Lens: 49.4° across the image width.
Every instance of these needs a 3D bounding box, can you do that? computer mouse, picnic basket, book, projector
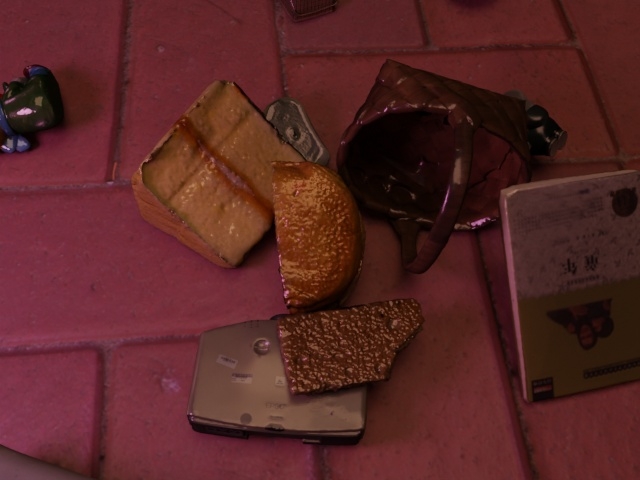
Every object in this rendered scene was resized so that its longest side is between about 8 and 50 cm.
[{"bbox_3d":[-0.043,-0.194,1.358,0.089,0.056,0.181,-33,76,5],"label":"computer mouse"},{"bbox_3d":[0.189,-0.096,1.171,0.337,0.293,0.337,9,50,-11],"label":"picnic basket"},{"bbox_3d":[0.420,0.071,1.120,0.239,0.035,0.352,-10,98,-8],"label":"book"},{"bbox_3d":[-0.062,0.217,1.097,0.270,0.088,0.193,5,58,-1],"label":"projector"},{"bbox_3d":[-0.042,-0.583,1.578,0.115,0.079,0.164,-24,63,-16],"label":"picnic basket"}]

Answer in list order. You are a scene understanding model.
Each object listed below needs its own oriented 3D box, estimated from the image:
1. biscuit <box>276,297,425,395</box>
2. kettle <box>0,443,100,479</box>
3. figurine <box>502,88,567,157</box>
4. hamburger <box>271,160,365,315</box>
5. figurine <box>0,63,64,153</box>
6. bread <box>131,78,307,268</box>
[{"bbox_3d":[0.056,0.162,1.078,0.237,0.026,0.131,-7,60,-14],"label":"biscuit"},{"bbox_3d":[-0.367,0.425,0.920,0.318,0.265,0.205,18,28,7],"label":"kettle"},{"bbox_3d":[0.383,-0.219,1.362,0.192,0.126,0.147,33,72,34],"label":"figurine"},{"bbox_3d":[0.000,0.000,1.179,0.157,0.144,0.283,-6,86,-4],"label":"hamburger"},{"bbox_3d":[-0.621,-0.248,1.335,0.234,0.127,0.185,-23,50,-1],"label":"figurine"},{"bbox_3d":[-0.164,-0.115,1.227,0.236,0.198,0.263,34,70,9],"label":"bread"}]
